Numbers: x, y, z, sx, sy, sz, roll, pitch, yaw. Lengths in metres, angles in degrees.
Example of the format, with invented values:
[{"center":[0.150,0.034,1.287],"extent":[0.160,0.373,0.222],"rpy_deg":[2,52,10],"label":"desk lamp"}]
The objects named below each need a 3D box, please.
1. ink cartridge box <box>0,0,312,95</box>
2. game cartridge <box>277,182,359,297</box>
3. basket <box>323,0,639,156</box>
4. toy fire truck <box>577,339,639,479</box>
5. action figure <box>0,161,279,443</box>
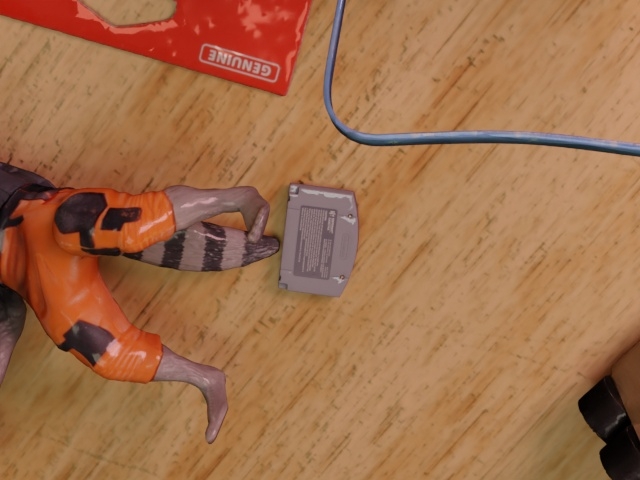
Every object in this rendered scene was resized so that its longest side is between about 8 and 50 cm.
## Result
[{"center":[-0.122,-0.236,1.202],"extent":[0.275,0.060,0.239],"rpy_deg":[16,111,-2],"label":"ink cartridge box"},{"center":[0.000,0.000,1.309],"extent":[0.056,0.017,0.083],"rpy_deg":[10,112,5],"label":"game cartridge"},{"center":[0.138,-0.196,1.102],"extent":[0.254,0.201,0.289],"rpy_deg":[4,81,4],"label":"basket"},{"center":[0.310,0.197,1.267],"extent":[0.246,0.217,0.158],"rpy_deg":[35,110,-25],"label":"toy fire truck"},{"center":[-0.213,0.036,1.295],"extent":[0.330,0.178,0.341],"rpy_deg":[17,137,5],"label":"action figure"}]
